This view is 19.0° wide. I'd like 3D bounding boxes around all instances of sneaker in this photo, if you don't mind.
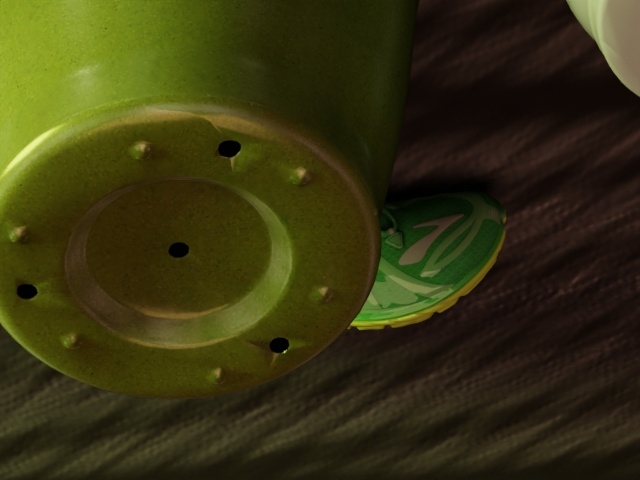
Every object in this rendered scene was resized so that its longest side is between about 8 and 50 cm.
[{"bbox_3d":[0.000,0.000,1.491,0.295,0.109,0.123,-6,136,0],"label":"sneaker"}]

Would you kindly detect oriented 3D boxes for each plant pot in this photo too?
[{"bbox_3d":[-0.095,-0.098,1.234,0.366,0.353,0.366,-3,132,-3],"label":"plant pot"}]

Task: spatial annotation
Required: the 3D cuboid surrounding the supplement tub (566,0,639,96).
[{"bbox_3d":[0.233,-0.225,1.205,0.191,0.272,0.191,-3,132,-3],"label":"supplement tub"}]
